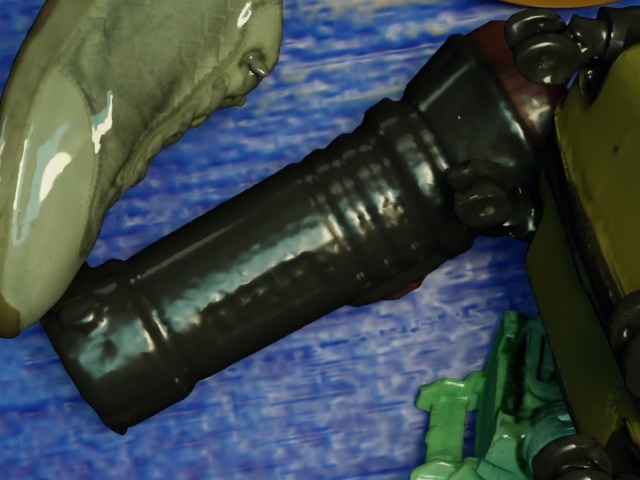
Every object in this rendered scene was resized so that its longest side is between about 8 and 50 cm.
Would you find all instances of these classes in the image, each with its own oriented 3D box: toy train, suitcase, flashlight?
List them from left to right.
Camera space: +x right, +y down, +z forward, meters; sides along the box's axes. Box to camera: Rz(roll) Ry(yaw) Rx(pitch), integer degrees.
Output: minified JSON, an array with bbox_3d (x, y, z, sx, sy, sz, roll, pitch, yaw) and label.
[{"bbox_3d":[0.000,0.000,0.812,0.232,0.093,0.093,-31,85,2],"label":"flashlight"},{"bbox_3d":[0.118,0.077,0.803,0.149,0.099,0.081,18,126,-6],"label":"toy train"},{"bbox_3d":[0.176,0.026,0.710,0.235,0.194,0.143,7,129,-17],"label":"suitcase"}]

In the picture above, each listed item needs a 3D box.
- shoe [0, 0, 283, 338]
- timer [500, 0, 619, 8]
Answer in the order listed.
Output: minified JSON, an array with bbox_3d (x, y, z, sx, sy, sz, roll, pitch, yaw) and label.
[{"bbox_3d":[-0.065,-0.082,0.803,0.098,0.103,0.275,24,79,-1],"label":"shoe"},{"bbox_3d":[0.101,-0.193,0.822,0.132,0.132,0.152,-2,62,1],"label":"timer"}]
